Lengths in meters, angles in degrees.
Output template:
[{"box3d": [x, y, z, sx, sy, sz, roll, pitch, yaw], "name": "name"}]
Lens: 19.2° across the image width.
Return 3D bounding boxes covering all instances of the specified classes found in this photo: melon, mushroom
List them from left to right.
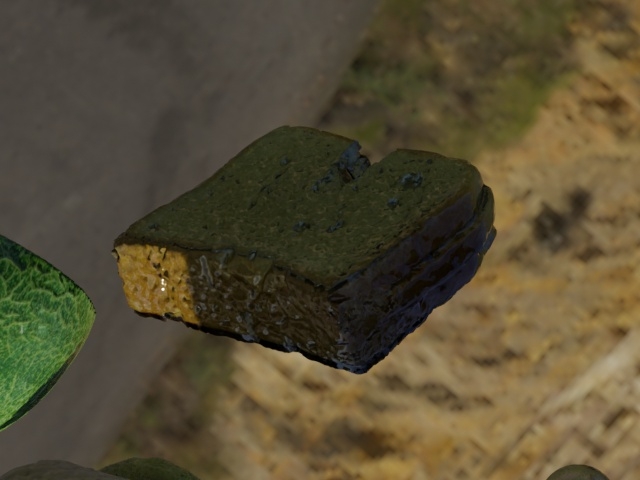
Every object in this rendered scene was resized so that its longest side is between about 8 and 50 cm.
[{"box3d": [-0.264, 0.082, 1.494, 0.196, 0.124, 0.323, -45, 160, 4], "name": "melon"}, {"box3d": [0.283, 0.286, 2.082, 0.083, 0.083, 0.067, -52, 179, 43], "name": "mushroom"}]

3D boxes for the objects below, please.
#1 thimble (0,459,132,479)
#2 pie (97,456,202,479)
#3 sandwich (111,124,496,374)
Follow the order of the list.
[{"box3d": [-0.240, 0.337, 1.836, 0.157, 0.245, 0.217, 10, -147, 41], "name": "thimble"}, {"box3d": [-0.172, 0.362, 2.088, 0.078, 0.277, 0.277, -43, 174, -48], "name": "pie"}, {"box3d": [0.000, -0.001, 1.656, 0.249, 0.273, 0.095, -38, 127, -38], "name": "sandwich"}]
